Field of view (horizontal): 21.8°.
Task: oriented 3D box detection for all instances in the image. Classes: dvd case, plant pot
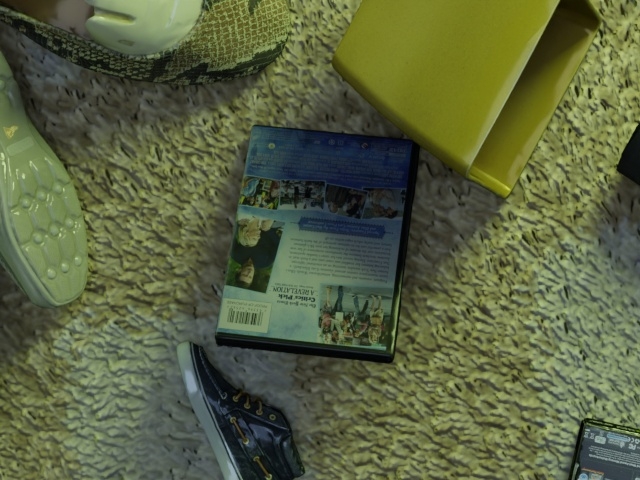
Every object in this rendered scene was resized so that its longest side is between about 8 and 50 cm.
[{"bbox_3d":[0.000,0.000,1.699,0.180,0.022,0.253,6,62,5],"label":"dvd case"},{"bbox_3d":[0.137,-0.185,1.658,0.187,0.212,0.212,29,94,17],"label":"plant pot"}]

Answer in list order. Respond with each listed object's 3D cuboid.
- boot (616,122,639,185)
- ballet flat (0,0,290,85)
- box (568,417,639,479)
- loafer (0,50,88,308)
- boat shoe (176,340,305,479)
[{"bbox_3d":[0.473,0.043,1.639,0.445,0.146,0.367,39,106,6],"label":"boot"},{"bbox_3d":[-0.273,-0.273,1.700,0.482,0.182,0.164,18,92,5],"label":"ballet flat"},{"bbox_3d":[0.344,0.294,1.717,0.190,0.045,0.184,11,95,5],"label":"box"},{"bbox_3d":[-0.345,-0.074,1.761,0.111,0.112,0.320,-19,94,43],"label":"loafer"},{"bbox_3d":[-0.084,0.180,1.753,0.083,0.065,0.183,-23,94,3],"label":"boat shoe"}]
